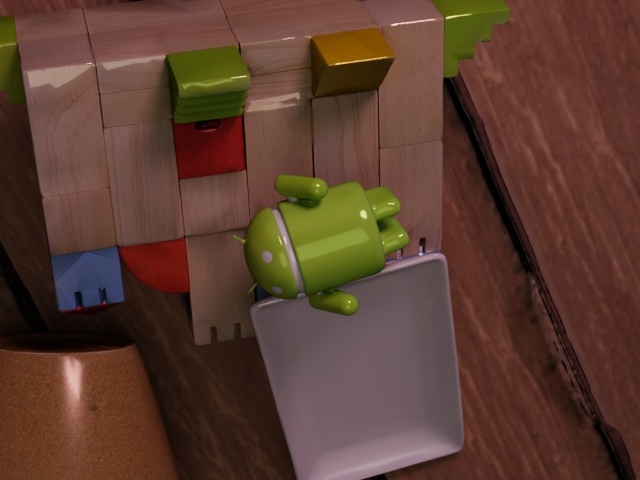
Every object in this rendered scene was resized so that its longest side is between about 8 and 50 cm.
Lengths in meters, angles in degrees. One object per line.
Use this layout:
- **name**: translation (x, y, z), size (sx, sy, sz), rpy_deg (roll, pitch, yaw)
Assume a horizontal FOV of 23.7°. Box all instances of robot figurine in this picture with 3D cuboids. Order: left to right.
- **robot figurine**: translation (0.000, 0.000, 1.034), size (0.115, 0.067, 0.101), rpy_deg (-17, 112, -4)

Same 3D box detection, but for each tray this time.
- **tray**: translation (0.033, 0.102, 1.178), size (0.145, 0.030, 0.270), rpy_deg (-16, 141, -4)

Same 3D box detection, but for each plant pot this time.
- **plant pot**: translation (-0.201, 0.203, 1.176), size (0.237, 0.237, 0.254), rpy_deg (1, 93, -4)

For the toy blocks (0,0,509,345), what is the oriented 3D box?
- **toy blocks**: translation (-0.061, -0.045, 1.120), size (0.382, 0.190, 0.260), rpy_deg (-8, 123, -10)
